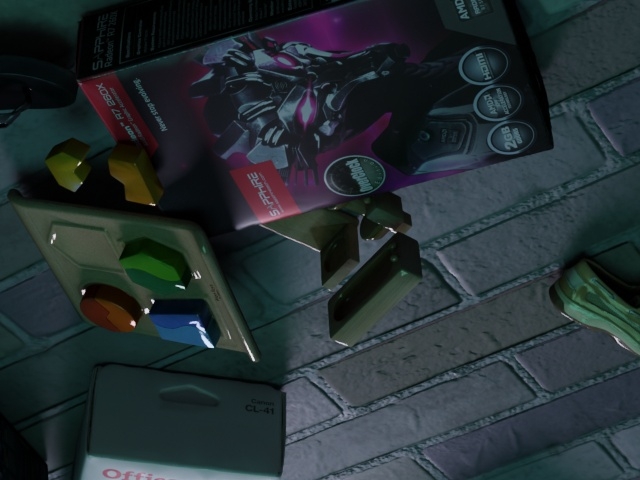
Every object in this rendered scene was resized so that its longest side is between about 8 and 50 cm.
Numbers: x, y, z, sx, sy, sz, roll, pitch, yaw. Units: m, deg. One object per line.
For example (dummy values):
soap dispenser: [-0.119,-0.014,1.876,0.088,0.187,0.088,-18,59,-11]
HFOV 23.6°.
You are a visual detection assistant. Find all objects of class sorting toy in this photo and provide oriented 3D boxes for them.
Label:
sorting toy: [-0.193,0.013,1.463,0.229,0.041,0.307,12,147,24]

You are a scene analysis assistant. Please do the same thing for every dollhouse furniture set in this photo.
dollhouse furniture set: [0.000,0.000,1.456,0.123,0.151,0.144,25,129,-25]

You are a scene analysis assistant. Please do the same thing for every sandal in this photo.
sandal: [-0.338,-0.120,1.358,0.254,0.054,0.097,-3,167,1]

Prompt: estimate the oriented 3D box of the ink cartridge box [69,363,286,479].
ink cartridge box: [-0.179,0.296,1.789,0.226,0.131,0.306,8,138,-10]

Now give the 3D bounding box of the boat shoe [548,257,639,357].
boat shoe: [0.335,0.074,1.612,0.190,0.068,0.072,23,121,-24]

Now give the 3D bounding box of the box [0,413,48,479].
box: [-0.367,0.301,1.712,0.059,0.232,0.183,-22,135,7]

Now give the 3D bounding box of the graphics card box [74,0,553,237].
graphics card box: [-0.001,-0.137,1.349,0.371,0.094,0.233,-14,136,13]
